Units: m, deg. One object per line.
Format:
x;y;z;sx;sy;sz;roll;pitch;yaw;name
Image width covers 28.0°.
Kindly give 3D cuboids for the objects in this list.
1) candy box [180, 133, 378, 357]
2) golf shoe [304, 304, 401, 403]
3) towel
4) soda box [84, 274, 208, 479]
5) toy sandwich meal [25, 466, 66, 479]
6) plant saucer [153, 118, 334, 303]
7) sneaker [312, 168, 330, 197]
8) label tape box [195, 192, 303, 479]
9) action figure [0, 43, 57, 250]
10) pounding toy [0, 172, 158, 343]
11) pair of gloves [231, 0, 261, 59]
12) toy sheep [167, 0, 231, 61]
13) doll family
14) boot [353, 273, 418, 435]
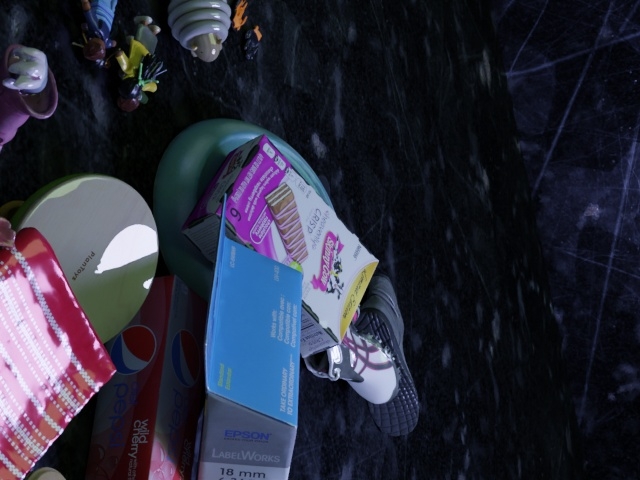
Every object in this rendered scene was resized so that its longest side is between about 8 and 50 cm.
-0.045;0.008;1.588;0.233;0.071;0.159;48;43;-21;candy box
0.028;0.173;1.940;0.120;0.105;0.273;-58;133;-32;golf shoe
-0.296;0.142;1.138;0.275;0.031;0.198;-54;138;-39;towel
-0.188;0.175;1.417;0.092;0.083;0.263;48;40;-53;soda box
-0.272;0.264;1.262;0.085;0.029;0.085;35;49;-54;toy sandwich meal
-0.077;-0.016;1.652;0.318;0.044;0.317;22;57;-38;plant saucer
0.000;0.000;1.867;0.283;0.124;0.107;-74;147;-45;sneaker
-0.077;0.152;1.438;0.240;0.106;0.333;-88;-175;-48;label tape box
-0.359;-0.145;1.073;0.275;0.248;0.370;-127;-161;-62;action figure
-0.283;0.024;1.260;0.237;0.110;0.183;-33;127;-34;pounding toy
-0.109;-0.308;1.866;0.074;0.010;0.083;-74;150;-47;pair of gloves
-0.157;-0.292;1.658;0.091;0.091;0.132;16;53;-65;toy sheep
-0.233;-0.220;1.472;0.193;0.076;0.111;44;47;-48;doll family
0.122;0.188;2.155;0.161;0.083;0.246;-60;138;-64;boot
